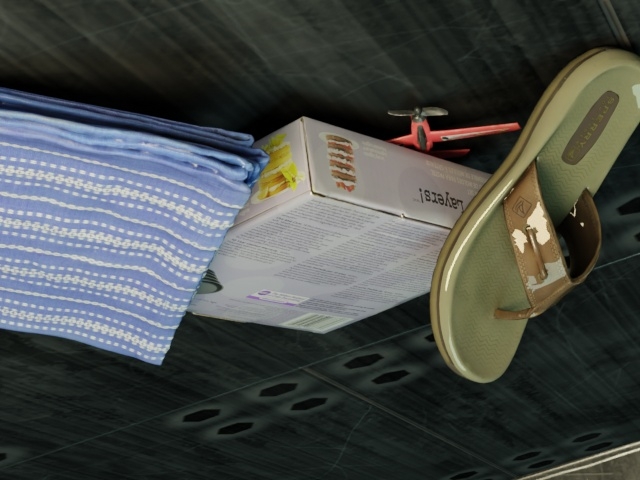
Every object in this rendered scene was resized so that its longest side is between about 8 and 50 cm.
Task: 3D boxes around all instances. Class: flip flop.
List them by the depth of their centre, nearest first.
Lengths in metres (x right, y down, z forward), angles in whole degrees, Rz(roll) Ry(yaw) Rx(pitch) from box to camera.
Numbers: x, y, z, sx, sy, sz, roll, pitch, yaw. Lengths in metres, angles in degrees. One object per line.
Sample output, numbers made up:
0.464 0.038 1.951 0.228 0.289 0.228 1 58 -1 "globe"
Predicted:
0.174 -0.012 1.193 0.112 0.080 0.277 20 105 -45 "flip flop"

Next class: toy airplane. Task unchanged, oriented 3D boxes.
0.082 -0.074 1.232 0.151 0.028 0.151 -7 161 -2 "toy airplane"

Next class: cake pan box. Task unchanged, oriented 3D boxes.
0.000 0.000 1.270 0.267 0.070 0.245 13 154 -42 "cake pan box"

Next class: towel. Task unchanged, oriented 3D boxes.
-0.192 -0.001 1.129 0.243 0.040 0.336 11 150 -13 "towel"
